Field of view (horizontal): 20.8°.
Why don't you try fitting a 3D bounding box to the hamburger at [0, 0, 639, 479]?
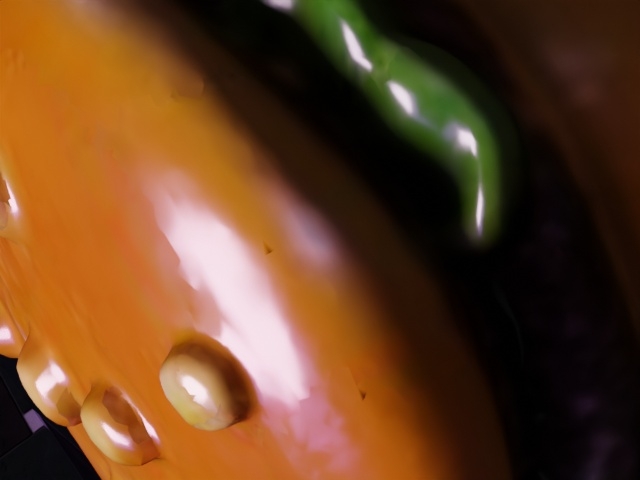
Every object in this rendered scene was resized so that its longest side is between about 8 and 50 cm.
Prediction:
[{"bbox_3d":[0.000,0.000,0.772,0.396,0.277,0.396,46,155,29],"label":"hamburger"}]
